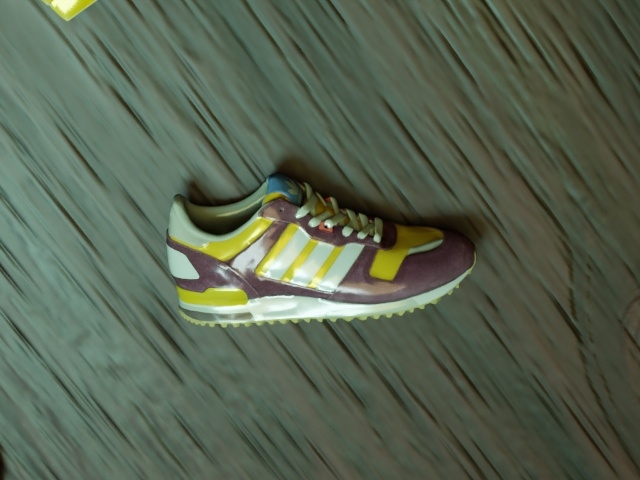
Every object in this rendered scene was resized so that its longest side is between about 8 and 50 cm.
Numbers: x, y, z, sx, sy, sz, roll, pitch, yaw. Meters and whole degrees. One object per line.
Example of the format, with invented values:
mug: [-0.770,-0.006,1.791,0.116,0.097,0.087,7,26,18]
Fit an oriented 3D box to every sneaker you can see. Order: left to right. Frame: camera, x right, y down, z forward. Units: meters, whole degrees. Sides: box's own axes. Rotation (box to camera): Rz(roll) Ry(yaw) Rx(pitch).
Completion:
sneaker: [0.000,0.000,0.979,0.186,0.069,0.083,-8,111,0]

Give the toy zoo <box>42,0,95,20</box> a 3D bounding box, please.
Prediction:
toy zoo: [-0.155,-0.261,0.920,0.293,0.030,0.192,43,101,-12]
